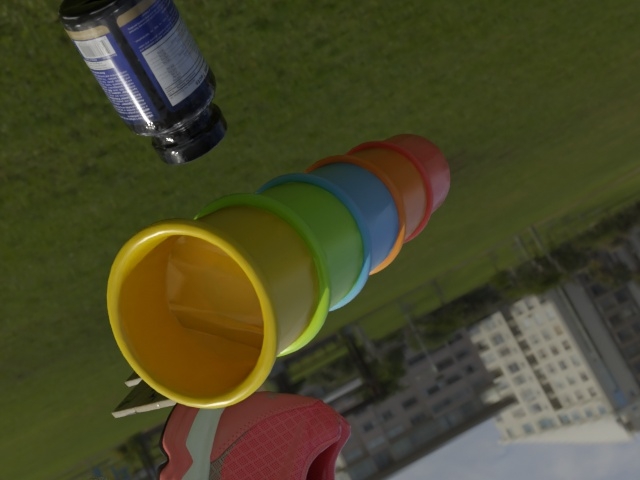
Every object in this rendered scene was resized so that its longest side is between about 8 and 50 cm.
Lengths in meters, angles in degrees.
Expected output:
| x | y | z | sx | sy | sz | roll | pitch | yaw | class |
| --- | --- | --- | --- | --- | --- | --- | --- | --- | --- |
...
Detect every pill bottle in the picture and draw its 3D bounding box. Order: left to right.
| x | y | z | sx | sy | sz | roll | pitch | yaw | class |
| --- | --- | --- | --- | --- | --- | --- | --- | --- | --- |
| -0.196 | -0.200 | 1.181 | 0.123 | 0.219 | 0.123 | -18 | -144 | 14 | pill bottle |

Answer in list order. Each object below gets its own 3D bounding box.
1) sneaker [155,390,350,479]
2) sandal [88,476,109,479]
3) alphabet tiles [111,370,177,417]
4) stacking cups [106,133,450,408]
| x | y | z | sx | sy | sz | roll | pitch | yaw | class |
| --- | --- | --- | --- | --- | --- | --- | --- | --- | --- |
| -0.038 | 0.251 | 0.683 | 0.136 | 0.314 | 0.116 | -3 | 170 | 18 | sneaker |
| -0.211 | 0.454 | 1.039 | 0.102 | 0.416 | 0.169 | -10 | 170 | -22 | sandal |
| -0.084 | 0.078 | 1.102 | 0.342 | 0.011 | 0.285 | -22 | -159 | 52 | alphabet tiles |
| 0.000 | 0.000 | 0.616 | 0.096 | 0.096 | 0.316 | -32 | 179 | 27 | stacking cups |
